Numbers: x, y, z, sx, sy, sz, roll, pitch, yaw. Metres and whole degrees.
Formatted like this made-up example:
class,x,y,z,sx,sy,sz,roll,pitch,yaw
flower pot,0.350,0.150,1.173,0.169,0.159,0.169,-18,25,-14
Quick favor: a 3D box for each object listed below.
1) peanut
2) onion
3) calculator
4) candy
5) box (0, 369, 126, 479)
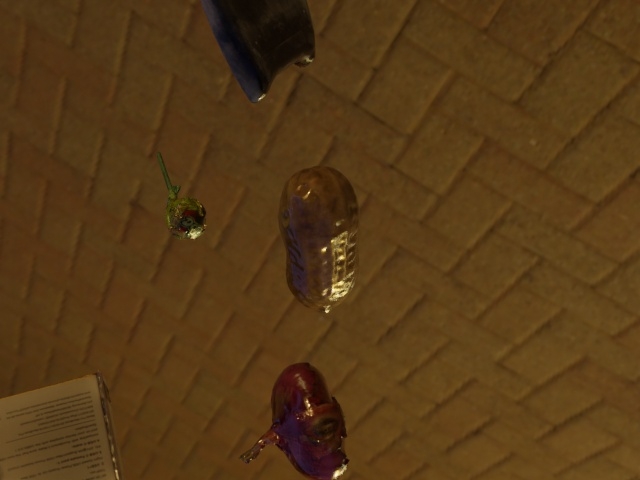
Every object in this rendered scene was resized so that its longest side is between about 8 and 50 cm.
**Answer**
class,x,y,z,sx,sy,sz,roll,pitch,yaw
peanut,0.000,0.000,1.368,0.095,0.108,0.226,-12,136,-8
onion,-0.038,0.232,1.395,0.150,0.140,0.150,161,90,-80
calculator,-0.088,-0.316,1.408,0.040,0.177,0.268,-9,115,38
candy,-0.128,-0.043,1.006,0.123,0.035,0.035,-119,34,-49
box,-0.190,0.223,0.793,0.129,0.247,0.033,-13,156,-5
